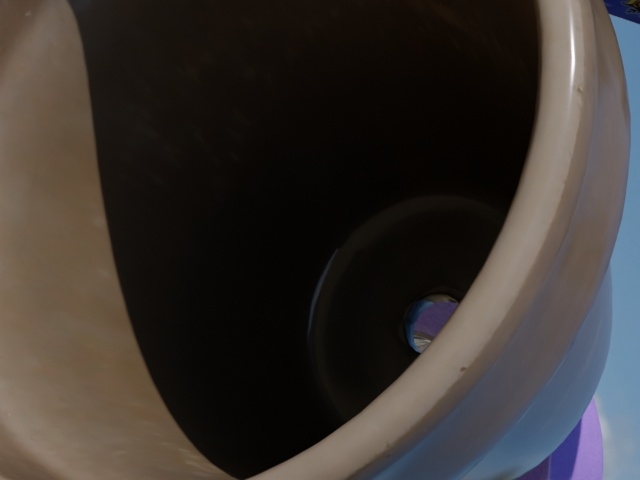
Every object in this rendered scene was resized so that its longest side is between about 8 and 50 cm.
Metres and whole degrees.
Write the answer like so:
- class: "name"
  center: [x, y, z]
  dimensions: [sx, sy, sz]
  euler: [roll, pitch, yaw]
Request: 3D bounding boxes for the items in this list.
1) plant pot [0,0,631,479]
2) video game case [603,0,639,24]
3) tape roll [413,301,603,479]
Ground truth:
- class: "plant pot"
  center: [0.000, 0.000, 0.525]
  dimensions: [0.229, 0.263, 0.263]
  euler: [38, 30, -57]
- class: "video game case"
  center: [0.251, -0.231, 0.873]
  dimensions: [0.061, 0.269, 0.244]
  euler: [108, 1, -64]
- class: "tape roll"
  center: [0.077, 0.168, 1.130]
  dimensions: [0.090, 0.274, 0.275]
  euler: [17, 49, -52]
